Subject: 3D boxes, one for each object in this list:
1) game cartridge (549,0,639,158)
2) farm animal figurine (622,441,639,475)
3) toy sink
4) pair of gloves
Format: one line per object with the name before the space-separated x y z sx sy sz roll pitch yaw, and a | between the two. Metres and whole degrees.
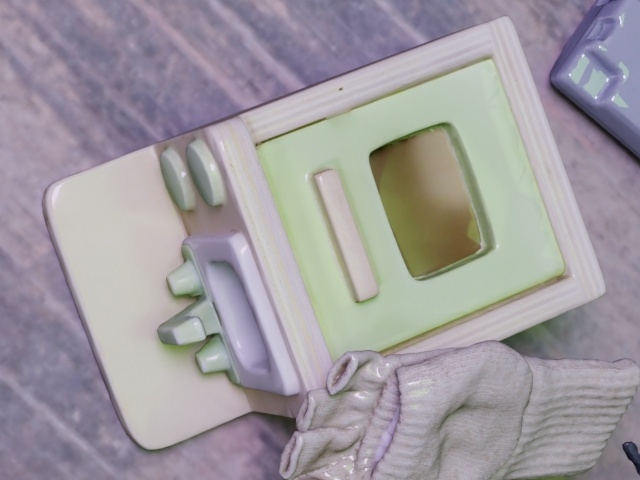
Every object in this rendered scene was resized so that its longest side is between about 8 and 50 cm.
game cartridge | 0.283 -0.146 1.114 0.196 0.060 0.294 38 78 -10
farm animal figurine | 0.336 0.243 1.057 0.330 0.172 0.326 -10 92 -19
toy sink | 0.000 0.000 0.972 0.234 0.131 0.152 -21 95 -17
pair of gloves | 0.046 0.150 0.962 0.204 0.042 0.240 9 118 -39
